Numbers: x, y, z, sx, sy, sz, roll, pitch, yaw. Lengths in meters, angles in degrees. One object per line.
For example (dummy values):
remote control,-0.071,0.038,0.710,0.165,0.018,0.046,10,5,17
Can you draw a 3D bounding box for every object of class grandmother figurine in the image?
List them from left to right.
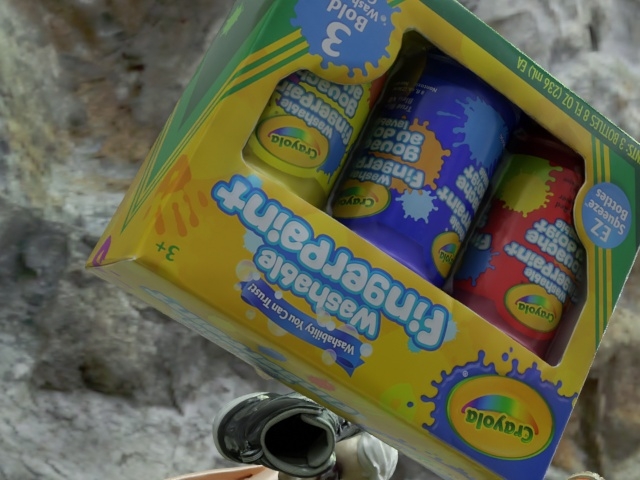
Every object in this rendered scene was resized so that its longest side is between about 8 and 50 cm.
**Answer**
grandmother figurine,-0.052,0.318,1.516,0.342,0.208,0.104,-14,-98,-22

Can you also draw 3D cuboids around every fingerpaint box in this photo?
fingerpaint box,0.072,-0.023,1.097,0.445,0.163,0.371,34,-108,-20

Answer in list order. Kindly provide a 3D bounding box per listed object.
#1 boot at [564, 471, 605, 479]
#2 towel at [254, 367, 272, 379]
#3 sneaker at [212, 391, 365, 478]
boot,0.288,0.343,1.408,0.059,0.158,0.085,46,-142,10
towel,0.000,0.000,1.741,0.053,0.332,0.317,27,-143,-52
sneaker,0.015,0.208,1.360,0.269,0.153,0.101,-17,-81,-16
